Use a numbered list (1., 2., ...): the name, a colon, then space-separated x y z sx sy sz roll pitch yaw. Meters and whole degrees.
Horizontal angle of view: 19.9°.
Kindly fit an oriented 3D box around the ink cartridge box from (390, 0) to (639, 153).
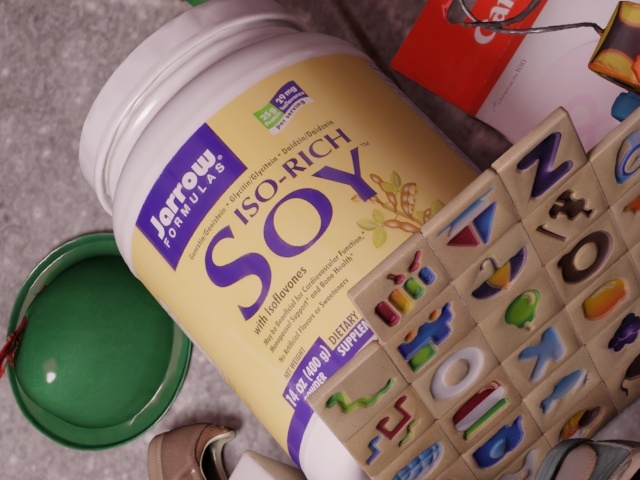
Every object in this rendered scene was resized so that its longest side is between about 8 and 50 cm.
1. ink cartridge box: 0.183 -0.160 1.393 0.232 0.066 0.189 33 94 19

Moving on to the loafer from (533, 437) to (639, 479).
1. loafer: 0.162 0.246 1.183 0.084 0.096 0.267 -16 47 49

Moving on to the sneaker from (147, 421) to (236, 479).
1. sneaker: -0.085 0.234 1.427 0.071 0.066 0.188 -19 76 17

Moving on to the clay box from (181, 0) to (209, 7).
1. clay box: -0.143 -0.300 1.545 0.222 0.053 0.127 39 97 23

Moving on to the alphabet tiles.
1. alphabet tiles: 0.138 0.060 1.205 0.285 0.342 0.011 -42 54 -5

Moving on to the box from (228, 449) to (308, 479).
1. box: -0.025 0.360 1.285 0.215 0.168 0.345 32 95 54

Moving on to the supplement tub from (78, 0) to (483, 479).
1. supplement tub: 0.000 0.000 1.332 0.241 0.241 0.331 -47 65 9

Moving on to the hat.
1. hat: -0.218 0.084 1.440 0.173 0.183 0.208 5 83 22

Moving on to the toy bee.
1. toy bee: 0.243 -0.104 1.247 0.298 0.162 0.195 4 96 -1
